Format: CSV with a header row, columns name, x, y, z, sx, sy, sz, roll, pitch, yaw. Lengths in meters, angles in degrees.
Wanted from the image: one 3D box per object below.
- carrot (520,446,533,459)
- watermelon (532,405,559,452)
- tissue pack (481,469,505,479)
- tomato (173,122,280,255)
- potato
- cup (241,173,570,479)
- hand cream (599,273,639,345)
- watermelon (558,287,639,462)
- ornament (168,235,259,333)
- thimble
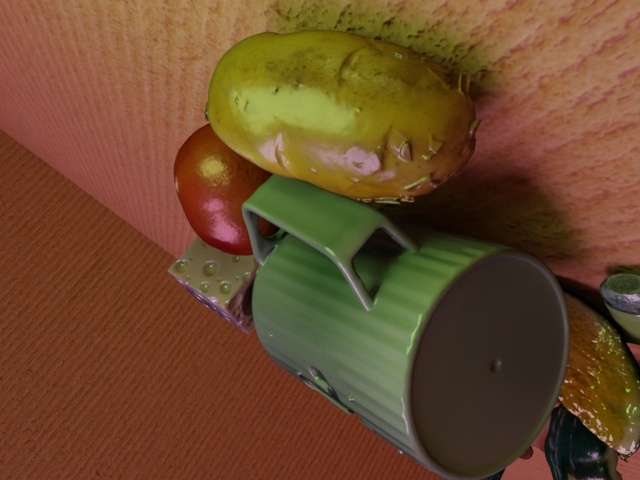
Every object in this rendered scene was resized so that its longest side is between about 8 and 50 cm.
name,x,y,z,sx,sy,sz,roll,pitch,yaw
carrot,0.617,0.642,1.371,0.263,0.102,0.101,45,157,-28
watermelon,0.539,0.415,0.942,0.145,0.192,0.137,9,-118,-73
tissue pack,0.357,0.401,0.994,0.192,0.271,0.134,41,162,-12
tomato,-0.158,-0.092,0.771,0.260,0.179,0.260,158,90,-84
potato,0.018,-0.140,0.466,0.300,0.173,0.140,19,161,22
cup,0.065,0.102,0.610,0.400,0.311,0.392,17,177,-28
hand cream,0.423,0.101,0.558,0.175,0.046,0.095,40,159,-30
watermelon,0.355,0.154,0.629,0.301,0.129,0.123,53,179,31
ornament,-0.277,0.108,1.364,0.239,0.240,0.239,27,158,22
thimble,0.526,0.363,0.681,0.287,0.255,0.167,5,159,3
